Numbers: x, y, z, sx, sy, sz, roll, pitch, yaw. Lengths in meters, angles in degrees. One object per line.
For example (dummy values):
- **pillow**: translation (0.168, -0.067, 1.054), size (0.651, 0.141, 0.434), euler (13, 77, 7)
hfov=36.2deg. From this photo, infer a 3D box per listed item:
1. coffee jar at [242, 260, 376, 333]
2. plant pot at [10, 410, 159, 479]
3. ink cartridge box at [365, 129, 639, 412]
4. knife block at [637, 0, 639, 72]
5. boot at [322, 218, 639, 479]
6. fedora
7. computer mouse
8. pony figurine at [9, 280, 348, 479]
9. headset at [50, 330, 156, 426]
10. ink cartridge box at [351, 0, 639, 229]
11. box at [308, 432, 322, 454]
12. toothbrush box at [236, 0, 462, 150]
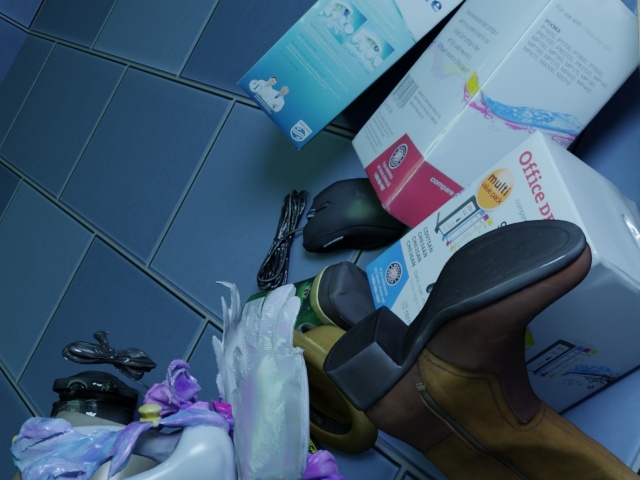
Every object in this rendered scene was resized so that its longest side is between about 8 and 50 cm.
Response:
- **coffee jar**: translation (-0.008, 0.089, 1.218), size (0.184, 0.096, 0.079), euler (-22, 41, 41)
- **plant pot**: translation (-0.275, 0.369, 1.182), size (0.323, 0.323, 0.280), euler (-5, 61, 49)
- **ink cartridge box**: translation (0.193, 0.050, 0.938), size (0.233, 0.168, 0.171), euler (-40, 40, 27)
- **knife block**: translation (0.331, -0.143, 0.848), size (0.088, 0.275, 0.242), euler (-10, 30, 47)
- **boot**: translation (0.181, 0.139, 0.808), size (0.264, 0.280, 0.096), euler (-39, 15, 27)
- **fedora**: translation (0.010, 0.157, 1.138), size (0.079, 0.194, 0.194), euler (-37, 25, -30)
- **computer mouse**: translation (0.000, 0.000, 1.298), size (0.262, 0.060, 0.184), euler (-2, 65, 50)
- **pony figurine**: translation (-0.114, 0.229, 0.983), size (0.303, 0.363, 0.351), euler (-172, 70, -78)
- **headset**: translation (-0.357, 0.285, 1.441), size (0.394, 0.185, 0.243), euler (-51, 36, 33)
- **ink cartridge box**: translation (0.187, -0.157, 1.071), size (0.306, 0.131, 0.226), euler (-49, 20, 15)
- **box**: translation (-0.070, 0.313, 1.194), size (0.190, 0.045, 0.184), euler (-54, 38, 11)
- **toothbrush box**: translation (0.059, -0.281, 1.276), size (0.295, 0.126, 0.216), euler (-41, 6, 26)
